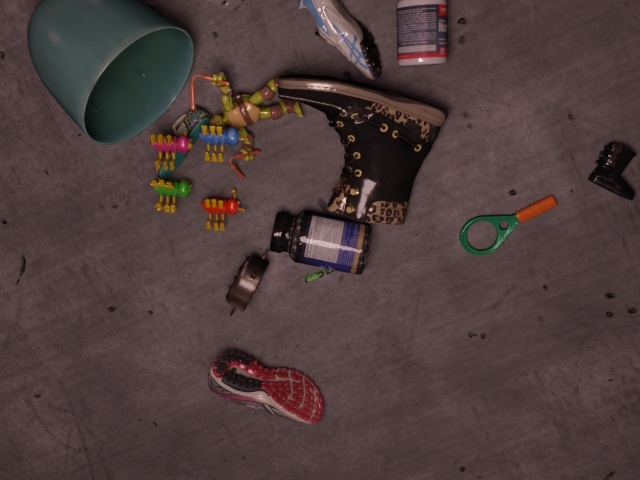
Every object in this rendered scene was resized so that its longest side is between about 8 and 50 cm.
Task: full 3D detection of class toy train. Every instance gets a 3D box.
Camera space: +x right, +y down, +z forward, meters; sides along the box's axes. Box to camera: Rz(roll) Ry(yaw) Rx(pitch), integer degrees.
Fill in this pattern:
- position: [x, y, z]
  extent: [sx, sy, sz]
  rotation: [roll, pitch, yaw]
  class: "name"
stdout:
- position: [-0.005, 0.084, 1.505]
  extent: [0.083, 0.023, 0.017]
  rotation: [-24, 102, 8]
  class: "toy train"

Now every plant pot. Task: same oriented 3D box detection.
- position: [-0.448, -0.385, 1.289]
  extent: [0.235, 0.293, 0.293]
  rotation: [42, 103, 9]
  class: "plant pot"

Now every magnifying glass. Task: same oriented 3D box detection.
- position: [0.433, -0.041, 1.453]
  extent: [0.231, 0.026, 0.092]
  rotation: [-27, 101, 11]
  class: "magnifying glass"

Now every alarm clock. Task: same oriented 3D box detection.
- position: [-0.181, 0.110, 1.474]
  extent: [0.064, 0.129, 0.192]
  rotation: [26, 125, -2]
  class: "alarm clock"

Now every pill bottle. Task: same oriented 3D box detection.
- position: [0.212, -0.461, 1.314]
  extent: [0.108, 0.108, 0.180]
  rotation: [-2, 104, 4]
  class: "pill bottle"
- position: [0.000, 0.000, 1.434]
  extent: [0.219, 0.123, 0.122]
  rotation: [11, 104, 1]
  class: "pill bottle"

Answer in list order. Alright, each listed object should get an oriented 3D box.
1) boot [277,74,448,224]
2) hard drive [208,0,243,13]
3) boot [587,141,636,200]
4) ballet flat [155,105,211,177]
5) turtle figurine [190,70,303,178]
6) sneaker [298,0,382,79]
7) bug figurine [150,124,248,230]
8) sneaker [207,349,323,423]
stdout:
- position: [0.068, -0.194, 1.352]
  extent: [0.378, 0.138, 0.284]
  rotation: [8, 108, -21]
  class: "boot"
- position: [-0.300, -0.616, 1.237]
  extent: [0.047, 0.233, 0.353]
  rotation: [-38, 99, 11]
  class: "hard drive"
- position: [0.670, -0.156, 1.400]
  extent: [0.121, 0.045, 0.099]
  rotation: [27, 101, -3]
  class: "boot"
- position: [-0.324, -0.229, 1.432]
  extent: [0.070, 0.070, 0.188]
  rotation: [42, 101, -7]
  class: "ballet flat"
- position: [-0.154, -0.278, 1.393]
  extent: [0.218, 0.087, 0.269]
  rotation: [-19, 124, 4]
  class: "turtle figurine"
- position: [0.046, -0.442, 1.349]
  extent: [0.086, 0.085, 0.237]
  rotation: [-30, 106, 36]
  class: "sneaker"
- position: [-0.270, -0.154, 1.384]
  extent: [0.217, 0.072, 0.278]
  rotation: [7, 131, -2]
  class: "bug figurine"
- position: [-0.132, 0.371, 1.550]
  extent: [0.299, 0.120, 0.112]
  rotation: [26, 133, -4]
  class: "sneaker"
